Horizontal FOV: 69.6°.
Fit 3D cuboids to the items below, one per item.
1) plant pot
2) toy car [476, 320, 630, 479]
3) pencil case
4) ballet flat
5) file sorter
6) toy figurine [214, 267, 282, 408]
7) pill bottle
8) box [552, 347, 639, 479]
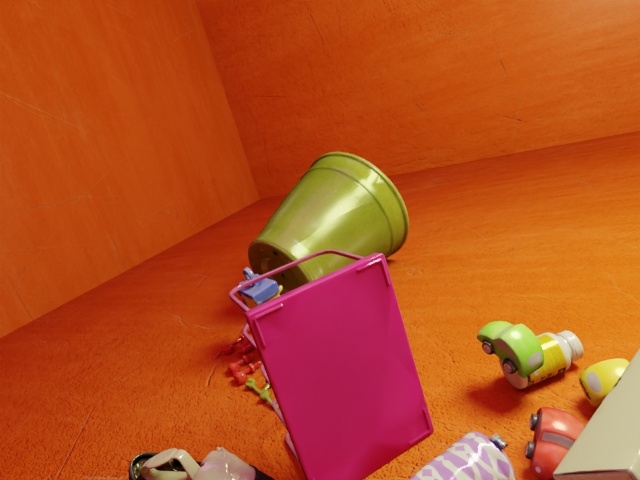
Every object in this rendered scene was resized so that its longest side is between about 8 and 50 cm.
[{"bbox_3d":[0.000,0.000,1.281,0.366,0.367,0.353,1,35,46],"label":"plant pot"},{"bbox_3d":[0.316,0.183,0.642,0.238,0.053,0.225,-23,43,-23],"label":"toy car"},{"bbox_3d":[0.134,0.307,0.523,0.206,0.087,0.088,-25,45,-23],"label":"pencil case"},{"bbox_3d":[-0.170,0.348,0.653,0.280,0.096,0.095,-9,16,24],"label":"ballet flat"},{"bbox_3d":[0.006,0.179,0.699,0.202,0.291,0.182,-23,14,-20],"label":"file sorter"},{"bbox_3d":[-0.133,0.169,0.997,0.191,0.218,0.362,-24,17,-25],"label":"toy figurine"},{"bbox_3d":[0.351,0.185,0.731,0.116,0.065,0.065,-20,16,-8],"label":"pill bottle"},{"bbox_3d":[0.379,0.209,0.498,0.275,0.113,0.094,-26,-13,-33],"label":"box"}]
